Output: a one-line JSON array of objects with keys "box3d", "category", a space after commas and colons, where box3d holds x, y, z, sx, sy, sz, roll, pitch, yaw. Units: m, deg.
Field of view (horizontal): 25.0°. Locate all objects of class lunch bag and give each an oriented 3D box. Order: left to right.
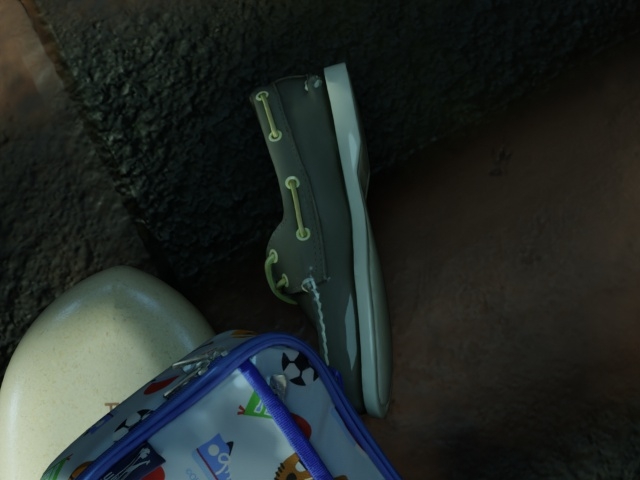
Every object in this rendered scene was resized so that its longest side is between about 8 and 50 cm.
[{"box3d": [-0.041, 0.216, 1.025, 0.243, 0.115, 0.303, -36, 103, -20], "category": "lunch bag"}]

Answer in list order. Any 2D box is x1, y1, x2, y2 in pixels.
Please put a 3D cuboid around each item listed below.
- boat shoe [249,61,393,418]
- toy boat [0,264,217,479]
[{"box3d": [0.001, 0.002, 1.161, 0.091, 0.109, 0.305, -9, 67, 6], "category": "boat shoe"}, {"box3d": [-0.221, 0.149, 1.141, 0.318, 0.148, 0.267, 4, 79, 1], "category": "toy boat"}]
